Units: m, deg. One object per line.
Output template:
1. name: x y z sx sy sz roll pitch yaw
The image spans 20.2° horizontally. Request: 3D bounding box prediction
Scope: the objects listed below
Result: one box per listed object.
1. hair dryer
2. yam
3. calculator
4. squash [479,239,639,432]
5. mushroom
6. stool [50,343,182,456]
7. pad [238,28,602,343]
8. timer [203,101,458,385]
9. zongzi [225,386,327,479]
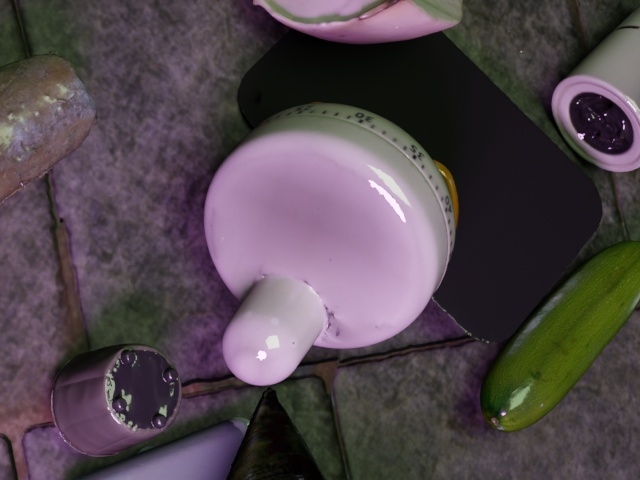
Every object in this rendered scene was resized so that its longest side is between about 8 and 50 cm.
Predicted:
1. hair dryer: 0.418 -0.084 1.997 0.203 0.128 0.362 -43 111 -31
2. yam: -0.314 -0.064 1.539 0.259 0.106 0.106 -40 101 -32
3. calculator: -0.129 0.252 1.618 0.246 0.045 0.141 -19 90 -33
4. squash: 0.255 0.099 1.867 0.292 0.082 0.082 -44 103 -32
5. mushroom: 0.032 -0.276 1.796 0.173 0.162 0.236 27 44 -55
6. stool: -0.178 0.138 1.574 0.096 0.110 0.096 10 71 -32
7. pad: 0.118 -0.102 1.862 0.375 0.063 0.315 45 61 -3
8. timer: 0.000 0.000 1.635 0.233 0.233 0.240 52 36 -12
9. zongzi: -0.051 0.334 1.546 0.319 0.383 0.362 15 38 -37
